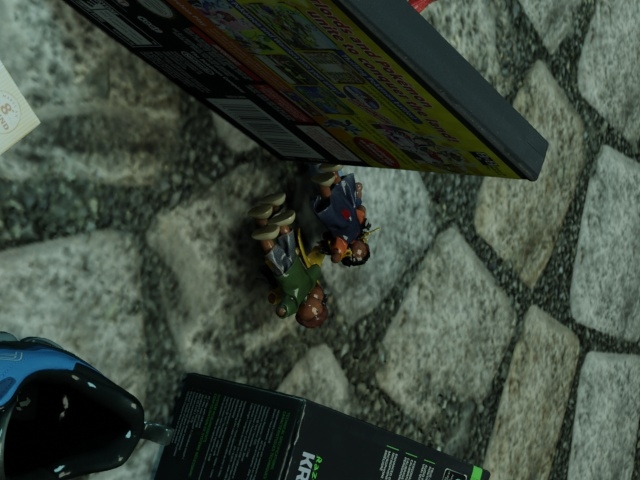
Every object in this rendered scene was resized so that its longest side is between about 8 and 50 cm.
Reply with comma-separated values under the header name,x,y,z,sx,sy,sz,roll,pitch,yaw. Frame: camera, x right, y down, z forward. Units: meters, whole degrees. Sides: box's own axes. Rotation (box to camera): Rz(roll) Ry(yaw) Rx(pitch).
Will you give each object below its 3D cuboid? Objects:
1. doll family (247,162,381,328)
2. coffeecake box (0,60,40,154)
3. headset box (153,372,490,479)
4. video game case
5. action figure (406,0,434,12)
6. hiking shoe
name,x,y,z,sx,sy,sz,roll,pitch,yaw
doll family,0.000,0.000,0.989,0.193,0.076,0.111,-45,121,-39
coffeecake box,-0.272,-0.071,0.669,0.185,0.068,0.142,-47,118,-34
headset box,-0.007,0.265,0.969,0.283,0.131,0.246,30,73,-46
video game case,-0.015,-0.121,0.824,0.275,0.248,0.035,34,71,-45
action figure,0.064,-0.246,0.988,0.091,0.139,0.280,19,83,-46
hiking shoe,-0.238,0.098,0.691,0.304,0.132,0.113,-3,97,-48
